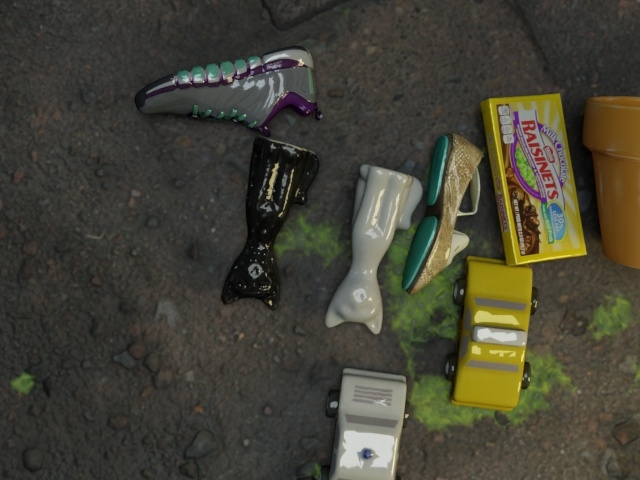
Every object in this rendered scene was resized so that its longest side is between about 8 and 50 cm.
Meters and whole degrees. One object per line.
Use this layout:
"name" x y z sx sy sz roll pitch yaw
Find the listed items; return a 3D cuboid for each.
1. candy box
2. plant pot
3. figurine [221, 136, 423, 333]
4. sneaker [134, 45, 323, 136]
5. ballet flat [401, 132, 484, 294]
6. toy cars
"candy box" 0.262 -0.076 1.213 0.105 0.027 0.205 -7 86 -23
"plant pot" 0.406 -0.067 1.157 0.205 0.205 0.187 2 102 0
"figurine" 0.000 0.000 1.202 0.215 0.092 0.209 14 95 -1
"sneaker" -0.110 -0.166 1.205 0.224 0.083 0.098 -14 91 -2
"ballet flat" 0.156 -0.027 1.208 0.067 0.073 0.206 15 91 -14
"toy cars" 0.131 0.182 1.185 0.394 0.087 0.176 -42 88 -2
